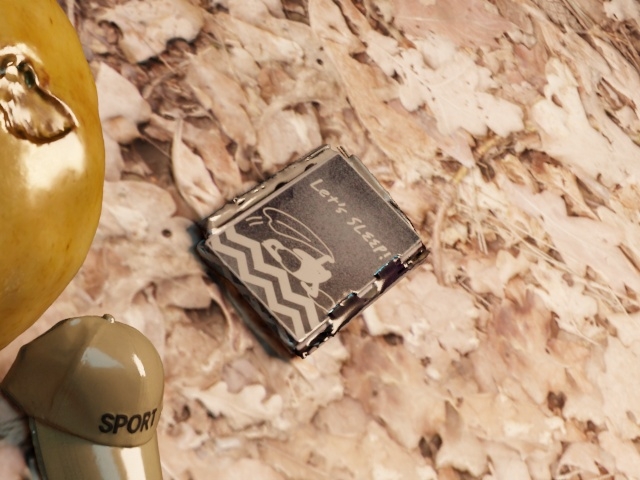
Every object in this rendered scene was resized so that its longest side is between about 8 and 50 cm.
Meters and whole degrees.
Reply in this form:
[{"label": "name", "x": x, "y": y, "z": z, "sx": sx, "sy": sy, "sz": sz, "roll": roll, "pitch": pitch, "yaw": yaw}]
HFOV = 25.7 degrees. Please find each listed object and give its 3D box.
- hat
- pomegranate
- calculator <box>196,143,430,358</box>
[{"label": "hat", "x": -0.153, "y": 0.148, "z": 1.097, "sx": 0.147, "sy": 0.085, "sz": 0.175, "roll": 0, "pitch": 59, "yaw": -43}, {"label": "pomegranate", "x": -0.315, "y": -0.062, "z": 0.958, "sx": 0.332, "sy": 0.332, "sz": 0.332, "roll": 23, "pitch": 47, "yaw": -27}, {"label": "calculator", "x": 0.000, "y": 0.000, "z": 1.393, "sx": 0.165, "sy": 0.028, "sz": 0.274, "roll": 49, "pitch": 38, "yaw": 5}]
